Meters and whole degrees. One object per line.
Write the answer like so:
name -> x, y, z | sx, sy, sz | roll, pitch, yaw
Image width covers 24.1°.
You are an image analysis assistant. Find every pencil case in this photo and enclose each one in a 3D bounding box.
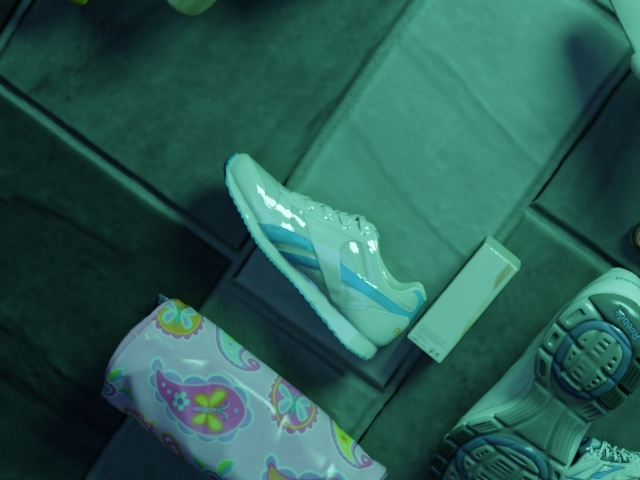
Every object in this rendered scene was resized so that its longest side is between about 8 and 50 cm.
pencil case -> -0.076, 0.176, 1.408 | 0.284, 0.124, 0.124 | 37, 102, 5

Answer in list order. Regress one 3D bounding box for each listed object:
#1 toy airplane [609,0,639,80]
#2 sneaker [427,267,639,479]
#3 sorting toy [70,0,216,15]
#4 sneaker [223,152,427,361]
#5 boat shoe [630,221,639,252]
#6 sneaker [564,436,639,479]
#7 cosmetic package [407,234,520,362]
toy airplane -> 0.433, -0.212, 1.212 | 0.384, 0.272, 0.386 | 26, 114, 45
sneaker -> 0.207, 0.146, 1.355 | 0.111, 0.129, 0.297 | 40, 121, 2
sorting toy -> -0.159, -0.304, 1.298 | 0.229, 0.041, 0.307 | 46, 125, -6
sneaker -> 0.000, 0.000, 1.391 | 0.092, 0.087, 0.229 | -41, 95, 6
boat shoe -> 0.346, 0.009, 1.341 | 0.137, 0.043, 0.049 | 15, 101, 10
sneaker -> 0.262, 0.208, 1.379 | 0.135, 0.052, 0.058 | -16, 90, 12
cosmetic package -> 0.133, 0.053, 1.379 | 0.041, 0.060, 0.115 | 40, 104, 3
